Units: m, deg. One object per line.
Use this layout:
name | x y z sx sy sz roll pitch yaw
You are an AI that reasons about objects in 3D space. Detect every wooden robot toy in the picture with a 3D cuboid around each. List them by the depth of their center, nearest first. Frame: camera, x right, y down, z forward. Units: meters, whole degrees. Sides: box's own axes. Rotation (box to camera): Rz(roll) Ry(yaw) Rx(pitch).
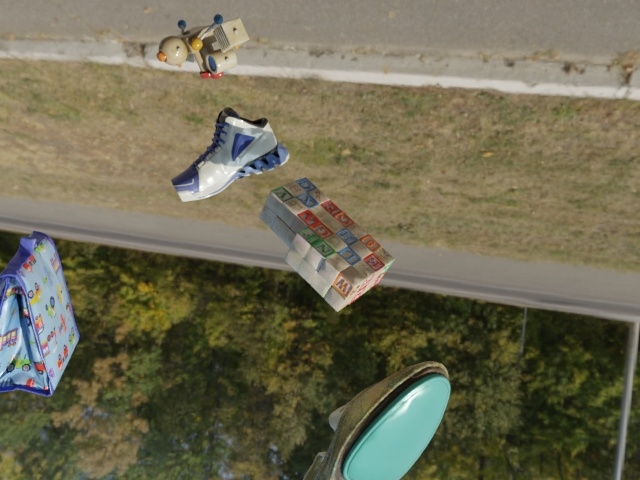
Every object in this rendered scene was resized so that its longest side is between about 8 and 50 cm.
wooden robot toy | -0.164 -0.235 0.716 0.079 0.076 0.173 -34 -148 -31

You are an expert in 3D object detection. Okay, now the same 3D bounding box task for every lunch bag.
lunch bag | -0.592 0.132 1.171 0.138 0.293 0.221 5 -160 -11

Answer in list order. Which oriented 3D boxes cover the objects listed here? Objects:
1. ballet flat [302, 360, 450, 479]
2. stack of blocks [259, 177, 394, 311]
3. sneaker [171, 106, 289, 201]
ballet flat | 0.040 0.280 0.707 0.123 0.349 0.123 22 -168 -5
stack of blocks | 0.000 0.000 1.282 0.297 0.087 0.171 44 -140 17
sneaker | -0.254 -0.243 1.483 0.315 0.182 0.127 -25 -153 -11
